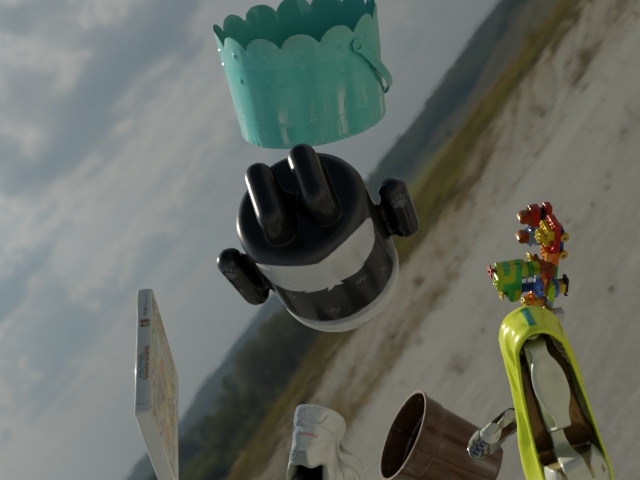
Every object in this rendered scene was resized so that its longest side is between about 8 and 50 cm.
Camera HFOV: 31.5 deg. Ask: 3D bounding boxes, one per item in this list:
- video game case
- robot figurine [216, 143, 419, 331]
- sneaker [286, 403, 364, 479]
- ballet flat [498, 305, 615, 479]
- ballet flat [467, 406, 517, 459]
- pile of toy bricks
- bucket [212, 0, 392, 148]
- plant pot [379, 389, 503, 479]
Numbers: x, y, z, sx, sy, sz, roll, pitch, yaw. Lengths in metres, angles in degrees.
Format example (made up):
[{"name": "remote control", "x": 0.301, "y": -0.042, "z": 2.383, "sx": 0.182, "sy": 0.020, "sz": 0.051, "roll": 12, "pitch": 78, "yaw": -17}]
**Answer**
[{"name": "video game case", "x": -0.230, "y": 0.216, "z": 1.608, "sx": 0.227, "sy": 0.026, "sz": 0.206, "roll": 83, "pitch": 180, "yaw": -50}, {"name": "robot figurine", "x": -0.002, "y": -0.001, "z": 1.424, "sx": 0.173, "sy": 0.209, "sz": 0.278, "roll": -67, "pitch": -30, "yaw": -24}, {"name": "sneaker", "x": -0.005, "y": 0.334, "z": 1.611, "sx": 0.232, "sy": 0.090, "sz": 0.115, "roll": 69, "pitch": -145, "yaw": -46}, {"name": "ballet flat", "x": 0.212, "y": 0.170, "z": 1.003, "sx": 0.077, "sy": 0.231, "sz": 0.077, "roll": -18, "pitch": 7, "yaw": 0}, {"name": "ballet flat", "x": 0.251, "y": 0.268, "z": 1.610, "sx": 0.114, "sy": 0.041, "sz": 0.041, "roll": -28, "pitch": -15, "yaw": -37}, {"name": "pile of toy bricks", "x": 0.298, "y": 0.048, "z": 1.672, "sx": 0.118, "sy": 0.105, "sz": 0.212, "roll": -108, "pitch": 11, "yaw": -54}, {"name": "bucket", "x": -0.024, "y": -0.273, "z": 1.802, "sx": 0.281, "sy": 0.281, "sz": 0.183, "roll": -47, "pitch": -47, "yaw": -53}, {"name": "plant pot", "x": 0.212, "y": 0.363, "z": 1.938, "sx": 0.167, "sy": 0.165, "sz": 0.167, "roll": -156, "pitch": 90, "yaw": -81}]
